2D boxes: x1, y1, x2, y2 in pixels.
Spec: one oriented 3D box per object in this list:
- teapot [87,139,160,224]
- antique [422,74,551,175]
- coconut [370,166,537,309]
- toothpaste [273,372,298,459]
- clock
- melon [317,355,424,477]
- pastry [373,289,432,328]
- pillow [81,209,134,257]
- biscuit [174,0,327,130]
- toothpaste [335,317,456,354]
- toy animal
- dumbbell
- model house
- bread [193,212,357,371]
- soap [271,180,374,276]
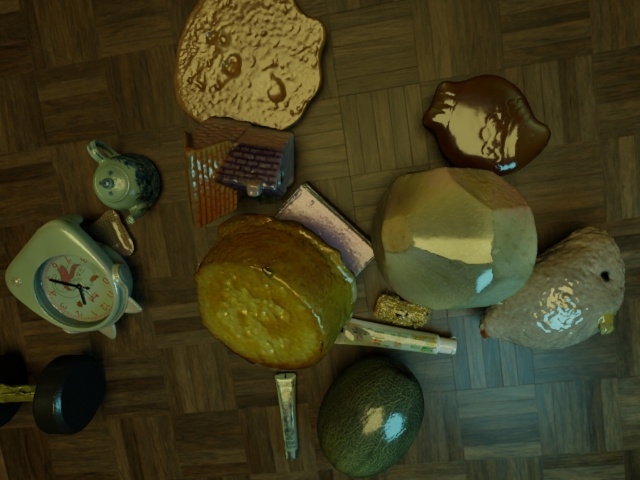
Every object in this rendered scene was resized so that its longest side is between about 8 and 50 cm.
[{"bbox_3d":[-0.510,-0.149,1.150,0.159,0.159,0.231,-28,94,9],"label":"teapot"},{"bbox_3d":[0.376,-0.263,1.044,0.278,0.129,0.223,19,99,4],"label":"antique"},{"bbox_3d":[0.272,-0.002,0.987,0.353,0.352,0.352,1,97,6],"label":"coconut"},{"bbox_3d":[-0.088,0.480,1.238,0.062,0.039,0.238,-4,95,3],"label":"toothpaste"},{"bbox_3d":[-0.631,0.114,1.197,0.265,0.108,0.324,-42,102,14],"label":"clock"},{"bbox_3d":[0.119,0.434,1.109,0.238,0.237,0.301,30,102,2],"label":"melon"},{"bbox_3d":[0.210,0.180,1.159,0.140,0.056,0.079,18,92,10],"label":"pastry"},{"bbox_3d":[-0.620,0.013,1.240,0.211,0.034,0.135,-24,97,10],"label":"pillow"},{"bbox_3d":[-0.174,-0.436,1.116,0.365,0.062,0.385,34,102,0],"label":"biscuit"},{"bbox_3d":[0.189,0.254,1.173,0.315,0.058,0.055,7,142,9],"label":"toothpaste"},{"bbox_3d":[0.544,0.144,1.049,0.359,0.188,0.226,-36,97,18],"label":"toy animal"},{"bbox_3d":[-0.790,0.412,1.225,0.323,0.204,0.203,-1,97,7],"label":"dumbbell"},{"bbox_3d":[-0.196,-0.143,1.038,0.237,0.237,0.202,14,124,5],"label":"model house"},{"bbox_3d":[-0.104,0.128,1.051,0.399,0.215,0.397,14,130,17],"label":"bread"},{"bbox_3d":[0.000,0.000,1.145,0.259,0.081,0.181,41,101,-1],"label":"soap"}]
